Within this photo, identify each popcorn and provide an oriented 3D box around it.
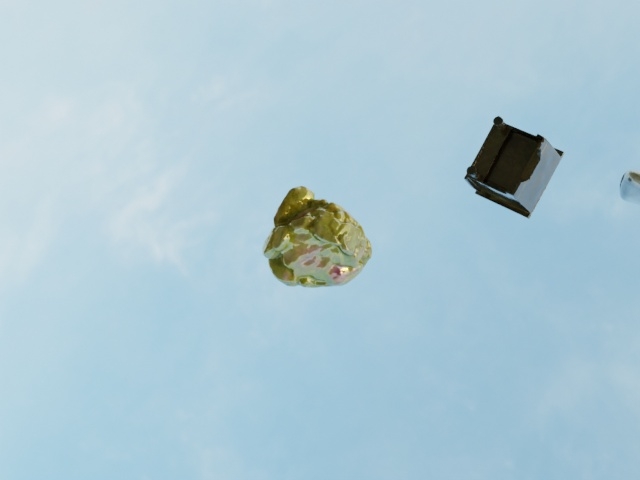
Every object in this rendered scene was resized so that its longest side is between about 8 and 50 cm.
[{"bbox_3d":[0.001,0.002,0.876,0.097,0.109,0.089,-42,-150,47],"label":"popcorn"}]

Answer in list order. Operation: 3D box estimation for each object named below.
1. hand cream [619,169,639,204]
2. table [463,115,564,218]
[{"bbox_3d":[0.327,-0.014,0.569,0.255,0.079,0.048,11,-97,18],"label":"hand cream"},{"bbox_3d":[0.206,-0.083,0.945,0.070,0.082,0.083,30,-88,28],"label":"table"}]
